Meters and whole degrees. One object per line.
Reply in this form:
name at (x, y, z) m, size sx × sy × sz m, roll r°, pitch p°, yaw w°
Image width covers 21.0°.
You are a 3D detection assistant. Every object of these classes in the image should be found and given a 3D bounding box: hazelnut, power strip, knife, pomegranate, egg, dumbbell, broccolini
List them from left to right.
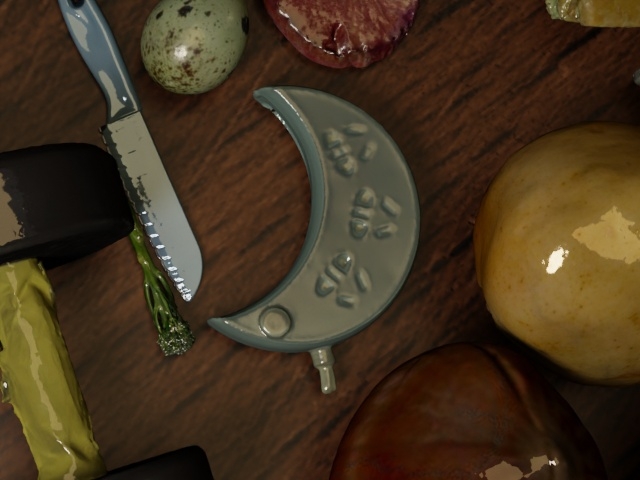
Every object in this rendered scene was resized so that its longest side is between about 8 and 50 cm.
dumbbell at (-0.212, 0.104, 1.326) m, size 0.203 × 0.204 × 0.322 m, roll -17°, pitch 86°, yaw -12°
knife at (-0.164, -0.095, 1.460) m, size 0.044 × 0.019 × 0.313 m, roll -23°, pitch 87°, yaw -5°
broccolini at (-0.139, 0.030, 1.436) m, size 0.030 × 0.035 × 0.140 m, roll -20°, pitch 84°, yaw -16°
egg at (-0.103, -0.173, 1.447) m, size 0.085 × 0.085 × 0.110 m, roll 31°, pitch 62°, yaw -4°
power strip at (0.000, 0.000, 1.456) m, size 0.167 × 0.054 × 0.253 m, roll 10°, pitch 79°, yaw -8°
hazelnut at (0.132, 0.196, 1.371) m, size 0.229 × 0.229 × 0.229 m, roll 2°, pitch 81°, yaw -10°
pomegranate at (0.231, 0.010, 1.417) m, size 0.233 × 0.233 × 0.233 m, roll 2°, pitch 81°, yaw -10°

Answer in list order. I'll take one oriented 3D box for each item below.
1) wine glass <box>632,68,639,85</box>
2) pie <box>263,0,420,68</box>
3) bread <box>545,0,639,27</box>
wine glass at (0.354, -0.078, 1.501) m, size 0.111 × 0.111 × 0.204 m, roll -22°, pitch 86°, yaw -13°
pie at (0.017, -0.225, 1.500) m, size 0.154 × 0.036 × 0.154 m, roll 1°, pitch 82°, yaw -10°
bread at (0.301, -0.249, 1.505) m, size 0.196 × 0.102 × 0.138 m, roll 3°, pitch 106°, yaw -14°
